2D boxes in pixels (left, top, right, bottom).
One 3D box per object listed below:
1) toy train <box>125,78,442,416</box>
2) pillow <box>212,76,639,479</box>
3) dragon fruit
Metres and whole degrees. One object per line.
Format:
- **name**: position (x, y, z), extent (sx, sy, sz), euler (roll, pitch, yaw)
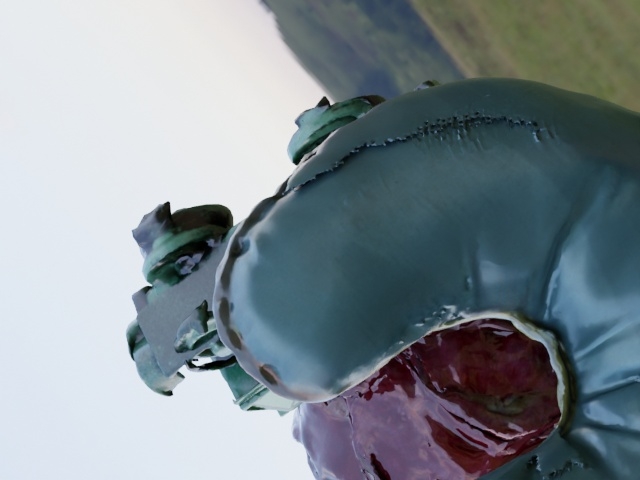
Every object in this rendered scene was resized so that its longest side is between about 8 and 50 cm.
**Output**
- **toy train**: position (0.000, 0.000, 0.768), extent (0.154, 0.269, 0.115), euler (9, -133, -58)
- **pillow**: position (0.078, 0.041, 0.462), extent (0.086, 0.214, 0.233), euler (109, 139, -62)
- **dragon fruit**: position (0.129, 0.110, 0.972), extent (0.329, 0.329, 0.329), euler (47, -174, -6)
